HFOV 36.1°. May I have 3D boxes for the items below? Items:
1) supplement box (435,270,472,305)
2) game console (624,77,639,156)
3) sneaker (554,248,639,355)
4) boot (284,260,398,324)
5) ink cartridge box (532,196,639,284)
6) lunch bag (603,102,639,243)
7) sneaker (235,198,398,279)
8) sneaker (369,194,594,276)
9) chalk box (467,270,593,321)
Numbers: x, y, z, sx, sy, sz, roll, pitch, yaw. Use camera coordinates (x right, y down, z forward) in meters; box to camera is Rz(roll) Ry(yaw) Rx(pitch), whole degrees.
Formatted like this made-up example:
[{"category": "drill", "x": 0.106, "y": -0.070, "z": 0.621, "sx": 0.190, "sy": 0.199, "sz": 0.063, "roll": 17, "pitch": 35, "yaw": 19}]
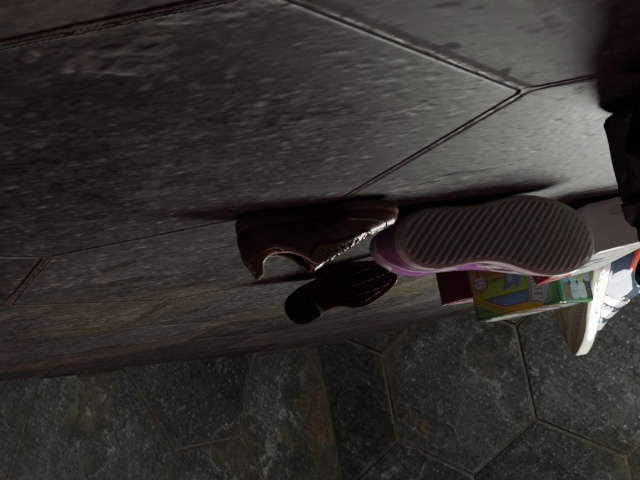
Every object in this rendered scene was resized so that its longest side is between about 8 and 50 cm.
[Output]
[{"category": "supplement box", "x": 0.322, "y": 0.067, "z": 1.848, "sx": 0.188, "sy": 0.081, "sz": 0.104, "roll": -5, "pitch": 170, "yaw": -34}, {"category": "game console", "x": 0.295, "y": -0.115, "z": 0.730, "sx": 0.071, "sy": 0.107, "sz": 0.122, "roll": 20, "pitch": 165, "yaw": -8}, {"category": "sneaker", "x": 0.533, "y": 0.093, "z": 1.824, "sx": 0.148, "sy": 0.131, "sz": 0.350, "roll": -16, "pitch": 147, "yaw": -8}, {"category": "boot", "x": 0.047, "y": 0.067, "z": 1.634, "sx": 0.219, "sy": 0.082, "sz": 0.106, "roll": -21, "pitch": -171, "yaw": 31}, {"category": "ink cartridge box", "x": 0.402, "y": -0.002, "z": 1.462, "sx": 0.127, "sy": 0.072, "sz": 0.175, "roll": -13, "pitch": 167, "yaw": -21}, {"category": "lunch bag", "x": 0.427, "y": -0.025, "z": 0.840, "sx": 0.305, "sy": 0.256, "sz": 0.212, "roll": -17, "pitch": 169, "yaw": 32}, {"category": "sneaker", "x": 0.000, "y": 0.000, "z": 1.081, "sx": 0.188, "sy": 0.071, "sz": 0.066, "roll": -7, "pitch": 170, "yaw": -18}, {"category": "sneaker", "x": 0.201, "y": 0.000, "z": 1.277, "sx": 0.282, "sy": 0.102, "sz": 0.161, "roll": 3, "pitch": 170, "yaw": -17}, {"category": "chalk box", "x": 0.374, "y": 0.053, "z": 1.675, "sx": 0.213, "sy": 0.132, "sz": 0.132, "roll": -18, "pitch": 167, "yaw": 36}]
